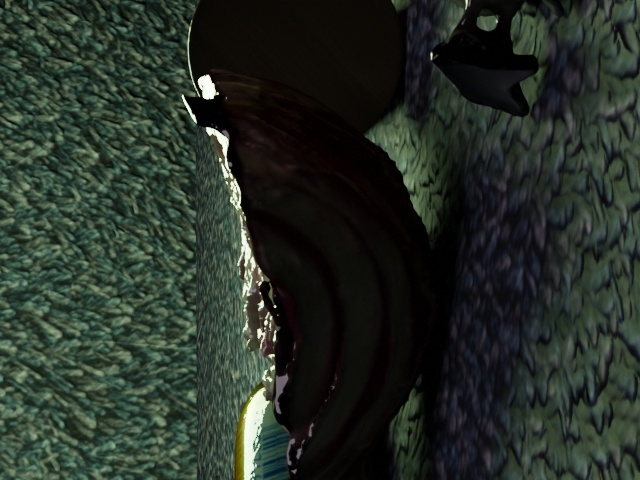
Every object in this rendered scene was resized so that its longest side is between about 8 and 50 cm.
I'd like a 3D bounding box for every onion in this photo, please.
[{"bbox_3d":[0.000,0.000,1.376,0.280,0.146,0.314,-104,-2,-63],"label":"onion"}]

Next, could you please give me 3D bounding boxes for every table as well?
[{"bbox_3d":[-0.019,-0.142,1.590,0.226,0.167,0.167,95,178,-87],"label":"table"}]

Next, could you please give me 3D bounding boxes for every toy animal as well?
[{"bbox_3d":[0.101,-0.152,1.128,0.202,0.070,0.105,-92,20,-56],"label":"toy animal"}]

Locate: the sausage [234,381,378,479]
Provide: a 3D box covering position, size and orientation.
[{"bbox_3d":[-0.010,0.197,1.501,0.125,0.117,0.317,112,162,-46],"label":"sausage"}]
